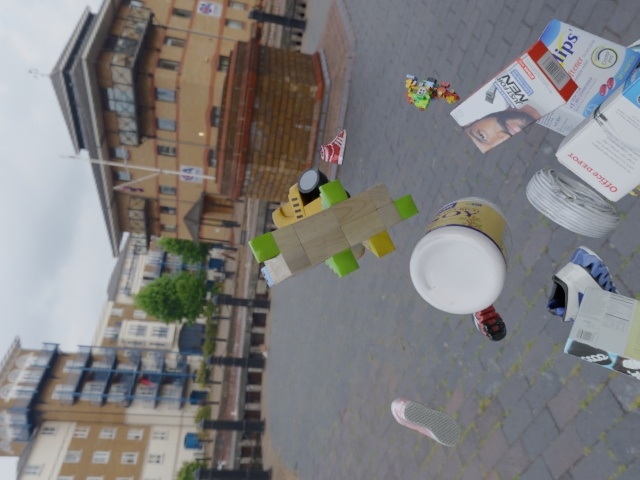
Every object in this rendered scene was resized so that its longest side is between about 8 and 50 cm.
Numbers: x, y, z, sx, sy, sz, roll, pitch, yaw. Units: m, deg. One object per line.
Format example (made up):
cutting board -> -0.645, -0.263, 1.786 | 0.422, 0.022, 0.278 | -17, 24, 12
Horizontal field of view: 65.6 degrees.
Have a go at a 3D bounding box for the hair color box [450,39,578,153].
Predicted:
hair color box -> 0.294, -0.216, 0.773 | 0.053, 0.093, 0.167 | -44, 4, -29

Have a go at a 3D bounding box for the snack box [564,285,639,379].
snack box -> 0.737, 0.227, 1.100 | 0.187, 0.321, 0.060 | -47, -38, -36

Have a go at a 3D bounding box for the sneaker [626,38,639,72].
sneaker -> 1.111, -0.657, 1.853 | 0.122, 0.110, 0.283 | -46, 11, -26

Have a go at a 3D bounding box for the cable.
cable -> 0.701, -0.104, 1.383 | 0.257, 0.257, 0.089 | -81, 17, -61

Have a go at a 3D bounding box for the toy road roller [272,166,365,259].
toy road roller -> -0.017, -0.053, 1.656 | 0.240, 0.202, 0.330 | -32, 54, 23

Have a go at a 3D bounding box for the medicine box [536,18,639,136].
medicine box -> 0.781, -0.498, 1.563 | 0.264, 0.289, 0.149 | -57, -17, -4

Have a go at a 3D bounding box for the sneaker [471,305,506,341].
sneaker -> 0.628, 0.259, 1.942 | 0.135, 0.097, 0.276 | 86, 165, -79

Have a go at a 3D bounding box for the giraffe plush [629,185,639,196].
giraffe plush -> 1.205, -0.285, 1.881 | 0.181, 0.210, 0.171 | 48, 142, 39

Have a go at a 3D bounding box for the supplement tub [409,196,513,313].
supplement tub -> 0.397, 0.026, 1.367 | 0.331, 0.240, 0.241 | -44, -29, -57

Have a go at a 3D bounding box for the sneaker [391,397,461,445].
sneaker -> 0.185, 0.321, 0.893 | 0.051, 0.134, 0.070 | -63, 16, -18

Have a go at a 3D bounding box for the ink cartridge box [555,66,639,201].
ink cartridge box -> 0.564, -0.193, 0.905 | 0.086, 0.148, 0.203 | -48, -4, -41

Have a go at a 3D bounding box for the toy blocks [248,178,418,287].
toy blocks -> 0.000, 0.000, 1.156 | 0.191, 0.381, 0.261 | 64, 157, 4

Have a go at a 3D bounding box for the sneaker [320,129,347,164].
sneaker -> 0.036, -0.258, 1.346 | 0.042, 0.066, 0.119 | 91, -172, -56

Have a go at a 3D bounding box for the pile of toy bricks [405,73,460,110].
pile of toy bricks -> 0.374, -0.512, 1.767 | 0.212, 0.118, 0.105 | 30, 100, 36

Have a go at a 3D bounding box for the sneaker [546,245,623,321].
sneaker -> 0.749, 0.185, 1.401 | 0.182, 0.316, 0.127 | -38, 10, 8
